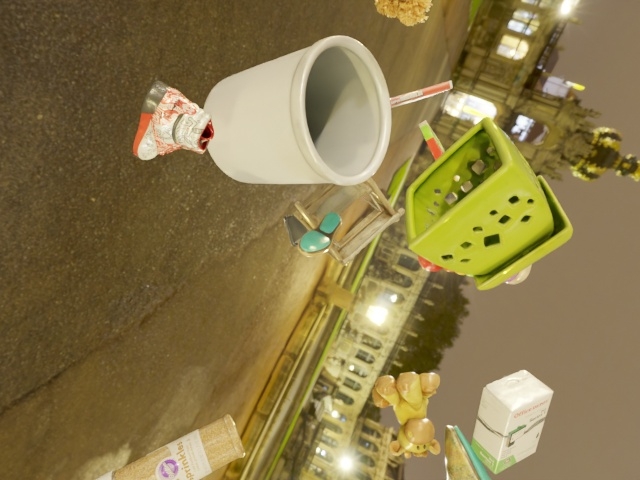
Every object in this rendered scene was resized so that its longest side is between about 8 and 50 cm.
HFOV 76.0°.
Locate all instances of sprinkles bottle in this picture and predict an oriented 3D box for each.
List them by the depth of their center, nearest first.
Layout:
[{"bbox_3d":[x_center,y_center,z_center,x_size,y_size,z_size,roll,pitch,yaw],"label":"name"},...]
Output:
[{"bbox_3d":[-0.381,0.583,1.054,0.355,0.121,0.121,-20,150,-22],"label":"sprinkles bottle"}]

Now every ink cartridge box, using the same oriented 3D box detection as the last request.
[{"bbox_3d":[0.496,0.471,1.071,0.160,0.092,0.219,-12,117,-24],"label":"ink cartridge box"}]

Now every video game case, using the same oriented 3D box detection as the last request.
[{"bbox_3d":[0.224,-0.417,1.239,0.204,0.285,0.025,-117,-170,-76],"label":"video game case"}]

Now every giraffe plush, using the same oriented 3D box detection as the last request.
[{"bbox_3d":[0.229,0.451,1.041,0.210,0.181,0.170,65,18,-49],"label":"giraffe plush"}]

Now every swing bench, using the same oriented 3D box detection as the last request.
[{"bbox_3d":[0.088,-0.088,1.337,0.253,0.254,0.165,-40,177,-8],"label":"swing bench"}]

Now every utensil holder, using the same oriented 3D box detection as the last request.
[{"bbox_3d":[-0.070,-0.304,1.049,0.328,0.385,0.327,-8,101,-48],"label":"utensil holder"}]

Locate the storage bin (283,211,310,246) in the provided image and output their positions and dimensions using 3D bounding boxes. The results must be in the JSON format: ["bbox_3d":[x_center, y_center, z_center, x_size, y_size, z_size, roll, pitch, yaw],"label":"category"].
[{"bbox_3d":[-0.075,-0.053,1.680,0.098,0.091,0.135,0,71,-58],"label":"storage bin"}]

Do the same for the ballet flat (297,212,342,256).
[{"bbox_3d":[0.000,0.000,1.150,0.232,0.080,0.073,-46,162,-52],"label":"ballet flat"}]

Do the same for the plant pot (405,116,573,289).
[{"bbox_3d":[0.315,-0.058,0.779,0.228,0.207,0.227,-46,-163,33],"label":"plant pot"}]

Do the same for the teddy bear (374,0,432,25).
[{"bbox_3d":[0.118,-0.569,0.765,0.113,0.245,0.338,-28,154,-1],"label":"teddy bear"}]

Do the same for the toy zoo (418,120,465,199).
[{"bbox_3d":[0.437,-0.259,1.431,0.030,0.293,0.192,-28,157,23],"label":"toy zoo"}]

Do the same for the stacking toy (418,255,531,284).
[{"bbox_3d":[0.449,0.053,1.223,0.141,0.330,0.141,-175,-90,-75],"label":"stacking toy"}]

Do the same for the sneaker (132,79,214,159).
[{"bbox_3d":[-0.333,-0.229,0.933,0.270,0.145,0.090,-35,-150,56],"label":"sneaker"}]

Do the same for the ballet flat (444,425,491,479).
[{"bbox_3d":[0.315,0.528,0.762,0.123,0.348,0.123,-21,142,-18],"label":"ballet flat"}]
